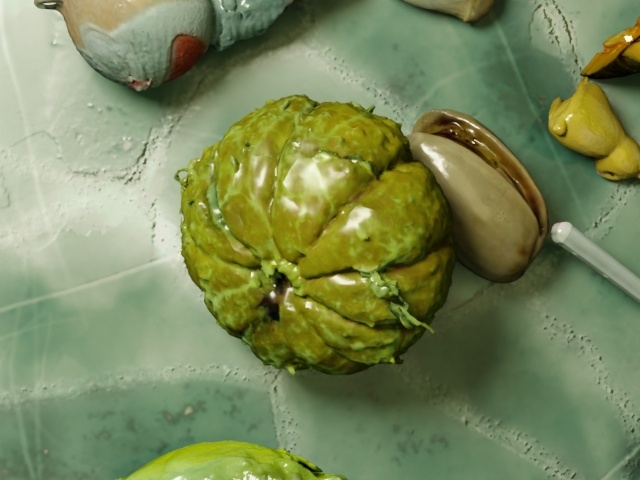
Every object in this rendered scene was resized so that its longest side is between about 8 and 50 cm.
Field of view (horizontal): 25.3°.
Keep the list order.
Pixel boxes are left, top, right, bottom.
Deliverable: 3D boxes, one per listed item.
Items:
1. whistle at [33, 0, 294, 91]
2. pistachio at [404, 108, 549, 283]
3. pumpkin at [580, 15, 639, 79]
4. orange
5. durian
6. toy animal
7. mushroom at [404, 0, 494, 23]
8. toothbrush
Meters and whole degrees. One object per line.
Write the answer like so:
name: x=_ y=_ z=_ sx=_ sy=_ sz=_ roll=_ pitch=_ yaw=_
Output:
whistle: x=-0.127 y=-0.249 z=1.507 sx=0.348 sy=0.189 sz=0.189 roll=-7 pitch=88 yaw=-19
pistachio: x=0.164 y=-0.047 z=1.556 sx=0.206 sy=0.129 sz=0.131 roll=49 pitch=125 yaw=-3
pumpkin: x=0.424 y=-0.290 z=1.582 sx=0.280 sy=0.139 sz=0.190 roll=-10 pitch=92 yaw=-10
orange: x=0.000 y=0.000 z=1.467 sx=0.301 sy=0.223 sz=0.300 roll=-39 pitch=89 yaw=38
durian: x=-0.098 y=0.267 z=1.496 sx=0.250 sy=0.139 sz=0.101 roll=-3 pitch=93 yaw=-6
toy animal: x=0.326 y=-0.102 z=1.598 sx=0.159 sy=0.070 sz=0.083 roll=39 pitch=43 yaw=-16
mushroom: x=0.082 y=-0.340 z=1.571 sx=0.118 sy=0.103 sz=0.270 roll=-37 pitch=103 yaw=1
toothbrush: x=0.392 y=0.078 z=1.589 sx=0.342 sy=0.025 sz=0.030 roll=33 pitch=77 yaw=-14
